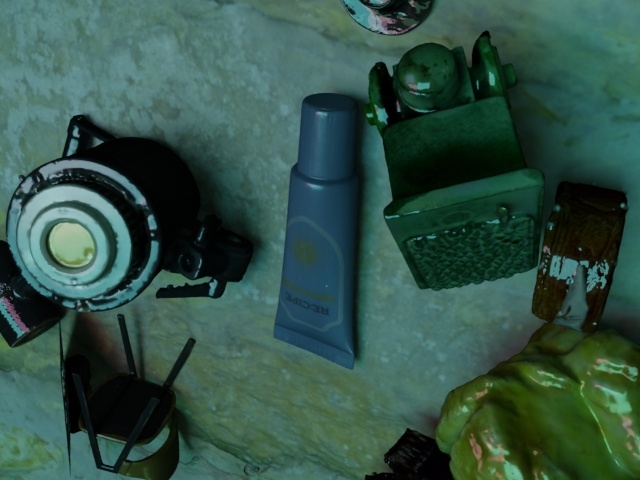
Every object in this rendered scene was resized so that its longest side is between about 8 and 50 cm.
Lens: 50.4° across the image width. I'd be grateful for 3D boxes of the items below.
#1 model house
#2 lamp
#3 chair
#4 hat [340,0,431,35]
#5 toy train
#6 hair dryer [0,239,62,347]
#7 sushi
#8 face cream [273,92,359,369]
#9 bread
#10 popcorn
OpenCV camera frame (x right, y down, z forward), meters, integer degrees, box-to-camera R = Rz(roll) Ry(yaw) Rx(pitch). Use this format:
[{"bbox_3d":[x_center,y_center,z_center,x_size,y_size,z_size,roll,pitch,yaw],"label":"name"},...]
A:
[{"bbox_3d":[0.146,0.347,0.935,0.164,0.141,0.203,33,122,29],"label":"model house"},{"bbox_3d":[-0.300,-0.033,0.936,0.374,0.272,0.205,26,106,17],"label":"lamp"},{"bbox_3d":[-0.310,0.285,1.147,0.172,0.159,0.247,19,122,3],"label":"chair"},{"bbox_3d":[0.065,-0.284,0.761,0.121,0.050,0.121,14,117,29],"label":"hat"},{"bbox_3d":[0.133,-0.076,0.677,0.145,0.266,0.202,-13,68,12],"label":"toy train"},{"bbox_3d":[-0.490,0.028,1.203,0.352,0.107,0.189,-37,87,28],"label":"hair dryer"},{"bbox_3d":[-0.438,0.274,1.229,0.220,0.047,0.231,111,147,-44],"label":"sushi"},{"bbox_3d":[0.000,0.000,0.901,0.135,0.086,0.385,18,123,23],"label":"face cream"},{"bbox_3d":[0.268,0.016,0.707,0.073,0.160,0.160,10,115,19],"label":"bread"},{"bbox_3d":[0.276,0.227,0.758,0.225,0.276,0.276,52,135,46],"label":"popcorn"}]
